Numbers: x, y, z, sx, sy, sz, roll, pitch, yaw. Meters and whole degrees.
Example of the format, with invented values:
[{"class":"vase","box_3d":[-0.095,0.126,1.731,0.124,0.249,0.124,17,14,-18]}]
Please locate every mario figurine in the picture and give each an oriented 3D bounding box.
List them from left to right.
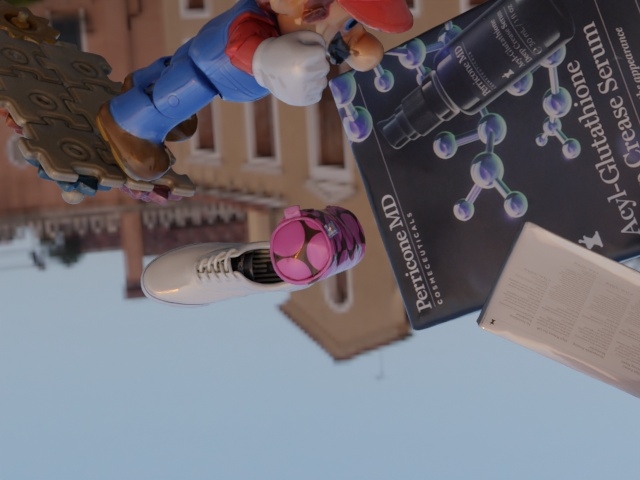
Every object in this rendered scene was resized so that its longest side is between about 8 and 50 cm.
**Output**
[{"class":"mario figurine","box_3d":[-0.035,-0.151,1.136,0.320,0.198,0.170,-32,143,31]}]

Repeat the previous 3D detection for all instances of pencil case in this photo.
[{"class":"pencil case","box_3d":[0.000,0.000,1.710,0.095,0.098,0.209,-22,178,12]}]

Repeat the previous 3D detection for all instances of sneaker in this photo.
[{"class":"sneaker","box_3d":[-0.128,0.037,1.853,0.258,0.094,0.091,-9,167,0]}]

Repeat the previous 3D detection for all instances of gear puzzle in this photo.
[{"class":"gear puzzle","box_3d":[-0.265,-0.141,1.293,0.175,0.044,0.339,6,-145,-42]}]

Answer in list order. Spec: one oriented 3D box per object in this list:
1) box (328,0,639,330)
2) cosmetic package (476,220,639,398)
[{"class":"box","box_3d":[0.256,-0.110,1.386,0.395,0.294,0.212,-23,173,33]},{"class":"cosmetic package","box_3d":[0.258,0.075,1.098,0.239,0.099,0.060,25,-178,3]}]
